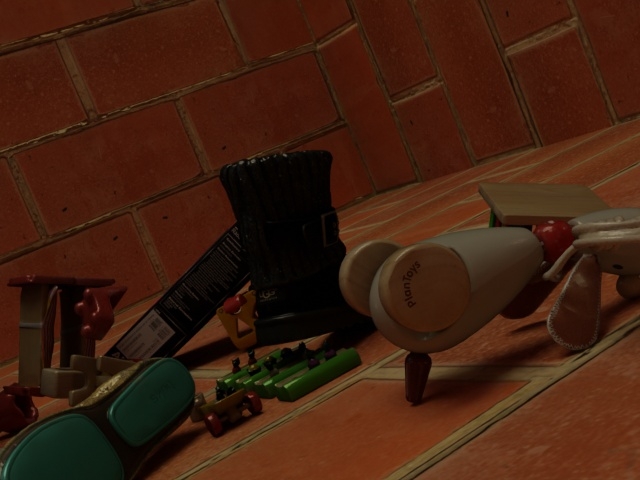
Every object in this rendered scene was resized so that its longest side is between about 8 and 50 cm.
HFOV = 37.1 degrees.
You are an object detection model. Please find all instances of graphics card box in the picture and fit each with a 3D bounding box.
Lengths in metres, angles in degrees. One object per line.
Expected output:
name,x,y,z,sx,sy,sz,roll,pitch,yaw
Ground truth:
graphics card box,-0.212,0.093,1.731,0.371,0.094,0.233,-46,2,11

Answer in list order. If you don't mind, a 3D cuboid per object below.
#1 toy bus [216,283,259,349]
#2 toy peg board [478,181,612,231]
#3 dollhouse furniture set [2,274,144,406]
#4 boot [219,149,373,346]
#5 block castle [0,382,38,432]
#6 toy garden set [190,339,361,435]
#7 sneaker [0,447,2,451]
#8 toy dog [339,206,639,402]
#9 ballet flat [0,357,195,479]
toy bus,-0.069,0.108,1.596,0.191,0.104,0.202,-30,2,-16
toy peg board,0.315,-0.022,1.344,0.161,0.079,0.161,1,19,-4
dollhouse furniture set,-0.364,0.154,1.517,0.152,0.201,0.374,6,-7,-39
boot,0.003,-0.001,1.369,0.131,0.260,0.348,-14,-4,28
block castle,-0.634,0.241,1.556,0.212,0.303,0.453,-29,4,3
toy garden set,-0.092,0.180,1.245,0.203,0.049,0.244,-25,6,-27
sneaker,-0.368,0.282,0.984,0.105,0.115,0.281,-23,5,-11
toy dog,0.185,0.065,0.945,0.333,0.161,0.220,-7,5,9
ballet flat,-0.260,0.236,1.063,0.123,0.123,0.348,-20,7,26
